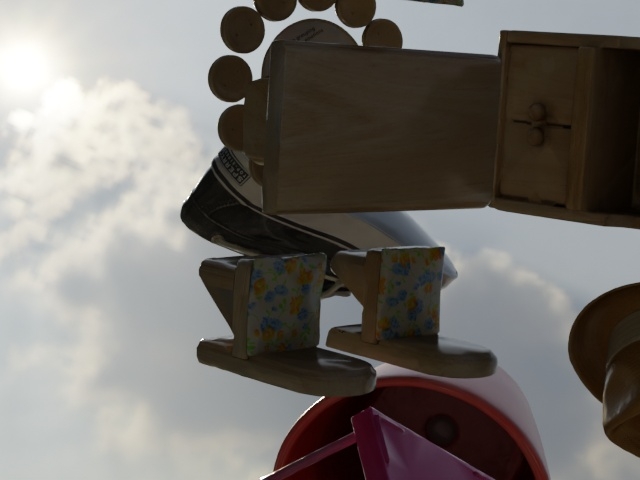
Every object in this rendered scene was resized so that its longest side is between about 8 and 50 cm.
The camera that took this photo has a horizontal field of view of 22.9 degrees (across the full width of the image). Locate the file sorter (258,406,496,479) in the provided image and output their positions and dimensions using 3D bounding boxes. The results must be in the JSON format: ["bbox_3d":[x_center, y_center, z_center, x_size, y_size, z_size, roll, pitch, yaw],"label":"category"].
[{"bbox_3d":[0.050,0.317,1.185,0.182,0.291,0.202,-30,-38,22],"label":"file sorter"}]

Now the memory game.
[{"bbox_3d":[-0.007,-0.124,1.243,0.186,0.186,0.012,35,-14,-28],"label":"memory game"}]

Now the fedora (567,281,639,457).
[{"bbox_3d":[0.260,0.109,1.110,0.194,0.079,0.194,17,-38,14],"label":"fedora"}]

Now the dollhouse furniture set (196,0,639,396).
[{"bbox_3d":[0.136,-0.080,1.170,0.394,0.362,0.256,-3,9,-42],"label":"dollhouse furniture set"}]

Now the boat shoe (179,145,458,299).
[{"bbox_3d":[0.001,0.003,1.465,0.306,0.113,0.105,20,-61,-46],"label":"boat shoe"}]

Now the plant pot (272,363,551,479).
[{"bbox_3d":[0.110,0.231,1.608,0.275,0.243,0.275,3,-77,13],"label":"plant pot"}]
